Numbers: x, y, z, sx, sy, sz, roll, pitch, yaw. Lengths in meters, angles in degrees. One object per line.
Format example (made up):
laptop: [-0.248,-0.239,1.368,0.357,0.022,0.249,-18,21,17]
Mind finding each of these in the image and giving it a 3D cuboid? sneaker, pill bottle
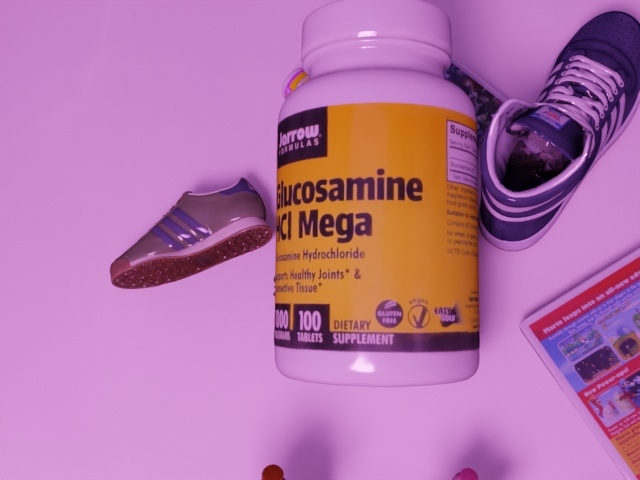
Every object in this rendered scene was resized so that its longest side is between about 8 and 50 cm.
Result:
sneaker: [-0.151,-0.012,0.822,0.192,0.064,0.086,-19,62,9]
pill bottle: [-0.002,-0.161,0.831,0.083,0.043,0.043,39,87,22]
sneaker: [0.241,-0.129,0.694,0.099,0.153,0.282,29,83,21]
pill bottle: [0.051,-0.040,0.673,0.188,0.188,0.333,-1,84,15]

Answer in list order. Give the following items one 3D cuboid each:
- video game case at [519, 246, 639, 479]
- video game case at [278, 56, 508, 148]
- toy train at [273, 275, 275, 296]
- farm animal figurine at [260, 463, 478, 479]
video game case: [0.348,0.141,0.652,0.204,0.025,0.285,-33,68,4]
video game case: [0.081,-0.140,0.788,0.190,0.022,0.173,40,87,6]
toy train: [0.000,0.000,0.792,0.036,0.027,0.158,33,84,10]
farm animal figurine: [0.052,0.350,0.587,0.331,0.172,0.326,14,49,12]
